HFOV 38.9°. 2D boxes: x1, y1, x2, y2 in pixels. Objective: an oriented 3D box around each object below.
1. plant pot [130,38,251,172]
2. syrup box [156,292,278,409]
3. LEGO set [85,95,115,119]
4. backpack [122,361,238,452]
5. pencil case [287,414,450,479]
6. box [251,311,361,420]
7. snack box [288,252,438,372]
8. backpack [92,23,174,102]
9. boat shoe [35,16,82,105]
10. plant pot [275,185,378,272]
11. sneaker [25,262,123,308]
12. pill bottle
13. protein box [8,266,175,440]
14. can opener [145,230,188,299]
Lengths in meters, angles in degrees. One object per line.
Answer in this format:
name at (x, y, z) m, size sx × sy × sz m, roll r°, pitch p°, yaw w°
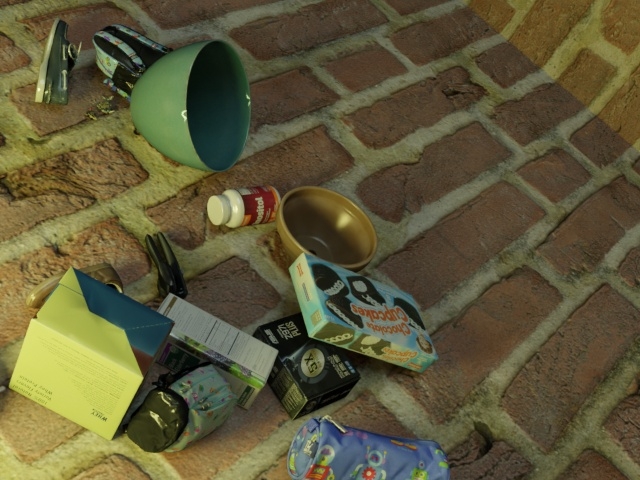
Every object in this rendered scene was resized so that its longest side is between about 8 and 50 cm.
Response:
plant pot at (-0.308, -0.300, 2.029) m, size 0.195 × 0.290 × 0.290 m, roll 3°, pitch 35°, yaw 23°
syrup box at (-0.210, 0.207, 1.692) m, size 0.237 × 0.093 × 0.096 m, roll 28°, pitch 41°, yaw -5°
LEGO set at (-0.502, -0.301, 2.071) m, size 0.083 × 0.023 × 0.054 m, roll -32°, pitch 68°, yaw -32°
backpack at (-0.233, 0.290, 1.575) m, size 0.115 × 0.152 × 0.182 m, roll 50°, pitch 31°, yaw 12°
pencil case at (0.092, 0.404, 1.659) m, size 0.306 × 0.133 × 0.119 m, roll 17°, pitch 10°, yaw -18°
box at (-0.035, 0.239, 1.780) m, size 0.147 × 0.077 × 0.180 m, roll -15°, pitch 59°, yaw -40°
snack box at (0.091, 0.153, 1.884) m, size 0.322 × 0.060 × 0.187 m, roll 22°, pitch 34°, yaw -36°
backpack at (-0.457, -0.425, 2.143) m, size 0.173 × 0.117 × 0.158 m, roll 34°, pitch 41°, yaw 1°
boat shoe at (-0.593, -0.407, 2.058) m, size 0.079 × 0.095 × 0.254 m, roll 12°, pitch 46°, yaw -19°
plant pot at (0.000, 0.000, 2.014) m, size 0.237 × 0.110 × 0.237 m, roll 17°, pitch 42°, yaw -16°
sneaker at (-0.448, 0.096, 1.675) m, size 0.188 × 0.066 × 0.071 m, roll -23°, pitch 65°, yaw -43°
pill bottle at (-0.168, -0.074, 2.000) m, size 0.152 × 0.086 × 0.086 m, roll -9°, pitch 55°, yaw -37°
protein box at (-0.383, 0.191, 1.517) m, size 0.200 × 0.201 × 0.136 m, roll 29°, pitch 41°, yaw -4°
can opener at (-0.308, 0.048, 1.818) m, size 0.059 × 0.073 × 0.186 m, roll -2°, pitch 42°, yaw -23°
